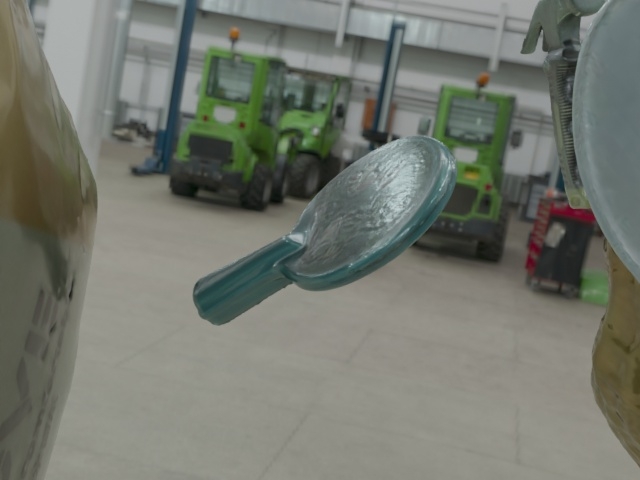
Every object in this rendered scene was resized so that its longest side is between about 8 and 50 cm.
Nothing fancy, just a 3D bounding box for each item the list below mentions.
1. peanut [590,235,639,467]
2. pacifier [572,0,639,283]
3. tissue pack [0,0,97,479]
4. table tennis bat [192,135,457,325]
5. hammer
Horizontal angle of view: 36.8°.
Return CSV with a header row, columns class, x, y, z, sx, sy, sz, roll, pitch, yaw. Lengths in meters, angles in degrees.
class,x,y,z,sx,sy,sz,roll,pitch,yaw
peanut,0.226,0.066,0.487,0.110,0.233,0.197,-15,29,-42
pacifier,0.206,-0.070,0.298,0.227,0.279,0.207,40,19,22
tissue pack,-0.213,0.057,0.395,0.195,0.375,0.390,7,-14,0
table tennis bat,0.000,0.000,0.614,0.033,0.201,0.124,50,25,-25
hammer,0.262,-0.145,0.998,0.041,0.226,0.159,-10,0,-6
